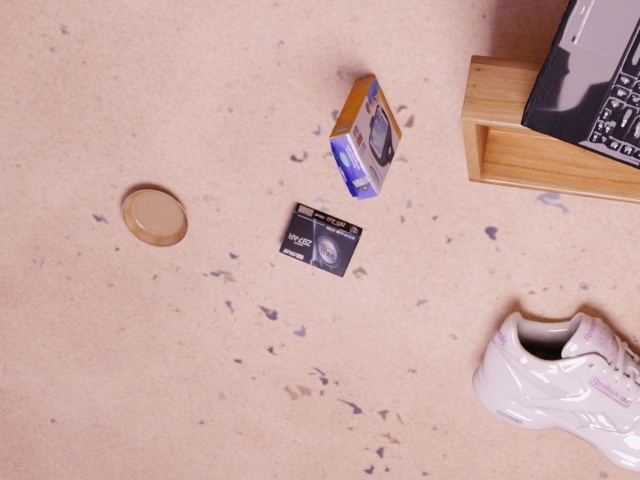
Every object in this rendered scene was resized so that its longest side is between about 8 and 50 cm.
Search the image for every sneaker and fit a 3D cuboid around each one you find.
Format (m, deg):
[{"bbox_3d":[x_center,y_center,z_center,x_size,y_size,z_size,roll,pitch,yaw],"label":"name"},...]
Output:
[{"bbox_3d":[0.331,0.170,1.709,0.305,0.114,0.152,16,129,4],"label":"sneaker"}]

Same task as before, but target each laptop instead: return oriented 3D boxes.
[{"bbox_3d":[0.318,-0.112,1.258,0.264,0.136,0.234,21,129,3],"label":"laptop"}]

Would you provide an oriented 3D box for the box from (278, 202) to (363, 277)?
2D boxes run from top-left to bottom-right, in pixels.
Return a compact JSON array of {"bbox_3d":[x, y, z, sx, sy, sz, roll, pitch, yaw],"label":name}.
[{"bbox_3d":[0.000,0.000,1.740,0.083,0.018,0.067,22,128,-1],"label":"box"}]

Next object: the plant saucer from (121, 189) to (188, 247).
[{"bbox_3d":[-0.195,-0.029,1.777,0.083,0.015,0.083,7,127,10],"label":"plant saucer"}]

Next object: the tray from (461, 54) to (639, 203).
[{"bbox_3d":[0.351,-0.094,1.472,0.411,0.076,0.203,7,166,10],"label":"tray"}]

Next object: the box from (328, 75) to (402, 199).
[{"bbox_3d":[0.047,-0.105,1.574,0.028,0.136,0.081,-13,121,24],"label":"box"}]
